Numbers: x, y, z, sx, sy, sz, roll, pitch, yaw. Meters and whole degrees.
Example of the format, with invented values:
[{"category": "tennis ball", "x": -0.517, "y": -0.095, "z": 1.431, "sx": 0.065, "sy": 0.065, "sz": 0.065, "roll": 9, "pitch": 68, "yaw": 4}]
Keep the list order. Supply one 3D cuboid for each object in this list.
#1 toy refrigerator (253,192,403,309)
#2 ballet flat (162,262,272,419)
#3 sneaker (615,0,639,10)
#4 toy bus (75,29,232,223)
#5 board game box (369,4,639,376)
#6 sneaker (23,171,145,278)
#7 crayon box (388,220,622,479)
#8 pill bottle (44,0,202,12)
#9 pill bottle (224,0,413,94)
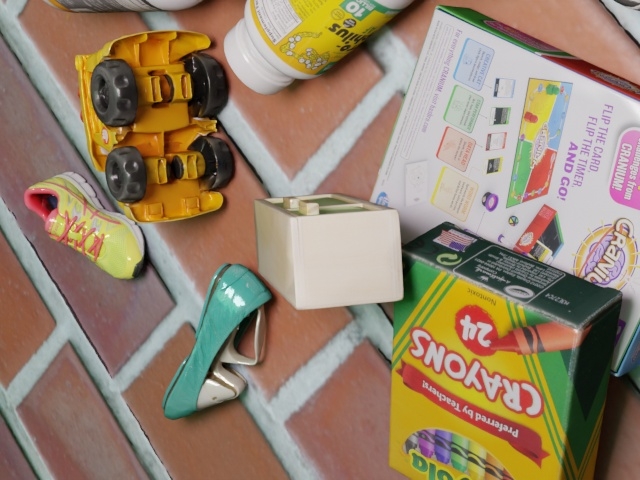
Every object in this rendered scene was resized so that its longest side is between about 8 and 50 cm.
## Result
[{"category": "toy refrigerator", "x": 0.000, "y": 0.000, "z": 1.128, "sx": 0.269, "sy": 0.102, "sz": 0.094, "roll": -148, "pitch": 54, "yaw": -78}, {"category": "ballet flat", "x": -0.122, "y": 0.144, "z": 1.365, "sx": 0.087, "sy": 0.083, "sz": 0.247, "roll": 32, "pitch": 119, "yaw": 15}, {"category": "sneaker", "x": 0.241, "y": -0.318, "z": 0.999, "sx": 0.228, "sy": 0.086, "sz": 0.132, "roll": 41, "pitch": 116, "yaw": 15}, {"category": "toy bus", "x": -0.227, "y": -0.137, "z": 1.371, "sx": 0.211, "sy": 0.149, "sz": 0.220, "roll": 4, "pitch": 103, "yaw": 52}, {"category": "board game box", "x": 0.209, "y": -0.055, "z": 1.070, "sx": 0.316, "sy": 0.064, "sz": 0.242, "roll": 33, "pitch": 117, "yaw": 31}, {"category": "sneaker", "x": -0.319, "y": -0.013, "z": 1.486, "sx": 0.208, "sy": 0.094, "sz": 0.081, "roll": 37, "pitch": 117, "yaw": 27}, {"category": "crayon box", "x": 0.167, "y": 0.164, "z": 1.078, "sx": 0.202, "sy": 0.081, "sz": 0.319, "roll": 24, "pitch": 128, "yaw": 37}, {"category": "pill bottle", "x": -0.210, "y": -0.347, "z": 1.300, "sx": 0.278, "sy": 0.162, "sz": 0.162, "roll": 8, "pitch": 102, "yaw": 38}, {"category": "pill bottle", "x": -0.006, "y": -0.244, "z": 1.179, "sx": 0.208, "sy": 0.117, "sz": 0.118, "roll": -33, "pitch": 76, "yaw": 37}]
